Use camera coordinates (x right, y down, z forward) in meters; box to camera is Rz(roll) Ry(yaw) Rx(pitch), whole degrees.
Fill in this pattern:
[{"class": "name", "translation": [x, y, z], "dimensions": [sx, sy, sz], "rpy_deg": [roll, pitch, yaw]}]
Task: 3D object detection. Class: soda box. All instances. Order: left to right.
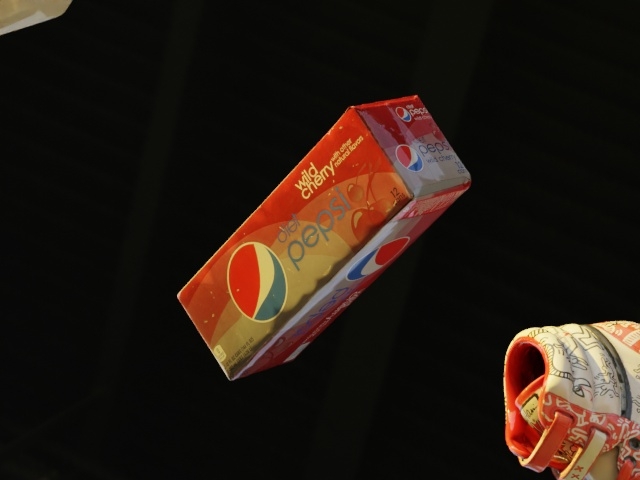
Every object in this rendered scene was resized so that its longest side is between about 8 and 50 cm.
[{"class": "soda box", "translation": [0.000, 0.000, 1.545], "dimensions": [0.263, 0.083, 0.092], "rpy_deg": [-45, -110, 37]}]

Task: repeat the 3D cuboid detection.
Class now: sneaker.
[{"class": "sneaker", "translation": [0.209, 0.169, 1.309], "dimensions": [0.090, 0.145, 0.270], "rpy_deg": [120, -35, -43]}]

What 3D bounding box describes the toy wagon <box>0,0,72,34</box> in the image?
[{"class": "toy wagon", "translation": [-0.206, -0.237, 0.898], "dimensions": [0.068, 0.344, 0.267], "rpy_deg": [31, -93, 42]}]
